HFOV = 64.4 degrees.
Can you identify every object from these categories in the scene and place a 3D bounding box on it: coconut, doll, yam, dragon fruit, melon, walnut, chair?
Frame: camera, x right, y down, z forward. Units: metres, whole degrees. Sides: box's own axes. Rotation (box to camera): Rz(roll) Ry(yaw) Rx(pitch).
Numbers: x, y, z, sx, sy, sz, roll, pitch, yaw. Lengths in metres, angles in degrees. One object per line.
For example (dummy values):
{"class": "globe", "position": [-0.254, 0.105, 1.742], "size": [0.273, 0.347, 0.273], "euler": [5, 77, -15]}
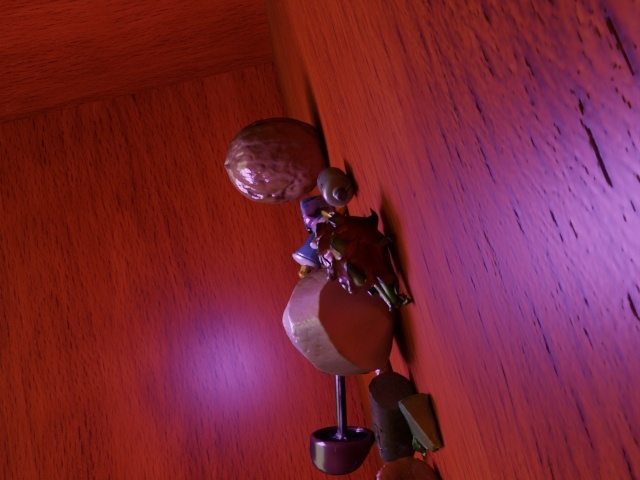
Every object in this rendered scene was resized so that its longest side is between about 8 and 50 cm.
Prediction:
{"class": "coconut", "position": [0.053, 0.171, 1.107], "size": [0.259, 0.259, 0.259], "euler": [166, 90, -87]}
{"class": "doll", "position": [0.001, 0.000, 1.488], "size": [0.098, 0.241, 0.135], "euler": [29, 170, 37]}
{"class": "yam", "position": [0.165, 0.404, 1.142], "size": [0.106, 0.106, 0.259], "euler": [-107, 6, -49]}
{"class": "dragon fruit", "position": [0.080, 0.032, 0.919], "size": [0.236, 0.135, 0.137], "euler": [44, 155, 43]}
{"class": "melon", "position": [0.205, 0.374, 1.001], "size": [0.114, 0.053, 0.262], "euler": [52, 167, 35]}
{"class": "walnut", "position": [-0.153, -0.267, 1.727], "size": [0.306, 0.343, 0.306], "euler": [176, 90, -86]}
{"class": "chair", "position": [0.065, 0.528, 1.666], "size": [0.226, 0.226, 0.401], "euler": [103, 166, -84]}

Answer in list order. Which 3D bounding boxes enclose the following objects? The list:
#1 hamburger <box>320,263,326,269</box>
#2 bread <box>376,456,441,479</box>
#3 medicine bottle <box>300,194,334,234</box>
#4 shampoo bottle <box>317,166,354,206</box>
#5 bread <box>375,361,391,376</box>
{"class": "hamburger", "position": [0.081, 0.183, 1.431], "size": [0.309, 0.132, 0.211], "euler": [83, 177, -46]}
{"class": "bread", "position": [0.186, 0.527, 1.012], "size": [0.190, 0.132, 0.114], "euler": [-116, 11, -59]}
{"class": "medicine bottle", "position": [-0.002, -0.081, 1.872], "size": [0.188, 0.119, 0.094], "euler": [-107, 4, -52]}
{"class": "shampoo bottle", "position": [0.040, -0.127, 1.244], "size": [0.162, 0.079, 0.079], "euler": [-110, 7, -69]}
{"class": "bread", "position": [0.169, 0.352, 1.373], "size": [0.052, 0.044, 0.157], "euler": [69, -174, -61]}
